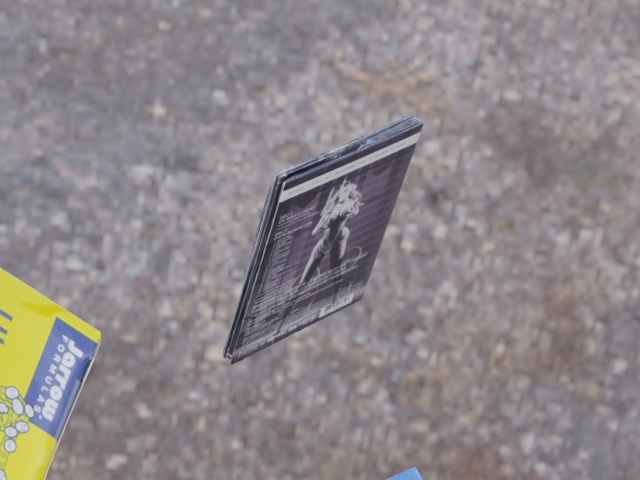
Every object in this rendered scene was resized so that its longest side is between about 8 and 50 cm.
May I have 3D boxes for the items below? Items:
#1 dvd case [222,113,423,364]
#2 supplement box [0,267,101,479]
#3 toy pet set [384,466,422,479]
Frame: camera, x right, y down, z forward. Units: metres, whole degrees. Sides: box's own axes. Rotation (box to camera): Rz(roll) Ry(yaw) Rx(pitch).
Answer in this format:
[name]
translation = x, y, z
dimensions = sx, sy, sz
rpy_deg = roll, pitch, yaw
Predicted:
[dvd case]
translation = 0.000, 0.000, 1.691
dimensions = 0.164, 0.221, 0.018
rpy_deg = -25, 57, -37
[supplement box]
translation = -0.386, 0.147, 1.678
dimensions = 0.195, 0.356, 0.194
rpy_deg = 36, 55, -28
[toy pet set]
translation = 0.064, 0.300, 2.150
dimensions = 0.114, 0.065, 0.122
rpy_deg = -22, 36, -22
